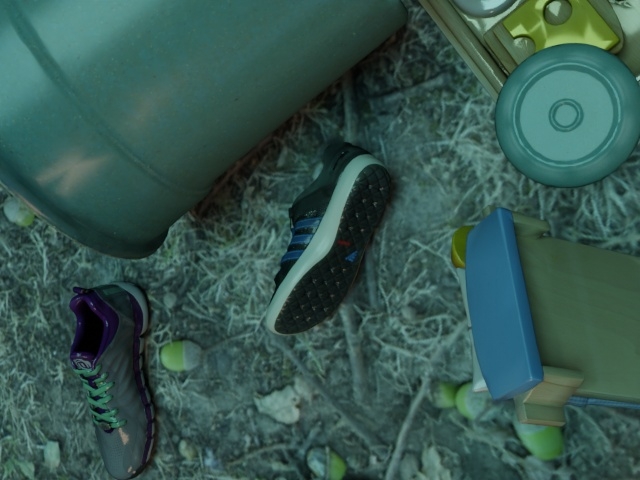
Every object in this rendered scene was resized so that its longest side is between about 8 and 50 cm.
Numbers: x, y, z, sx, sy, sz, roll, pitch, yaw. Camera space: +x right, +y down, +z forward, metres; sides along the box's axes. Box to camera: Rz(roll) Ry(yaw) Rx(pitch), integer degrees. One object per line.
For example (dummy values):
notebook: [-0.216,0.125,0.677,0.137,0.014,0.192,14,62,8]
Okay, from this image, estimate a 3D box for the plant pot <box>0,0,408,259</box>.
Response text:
plant pot: [-0.124,-0.214,0.723,0.334,0.341,0.341,-33,76,12]

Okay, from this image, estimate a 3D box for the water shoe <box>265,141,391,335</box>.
water shoe: [0.000,0.000,0.795,0.203,0.073,0.080,-59,41,13]

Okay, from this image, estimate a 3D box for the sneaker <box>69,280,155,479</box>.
sneaker: [-0.243,0.157,0.876,0.083,0.098,0.224,-6,86,25]

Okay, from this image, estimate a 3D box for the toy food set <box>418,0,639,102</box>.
toy food set: [0.191,-0.248,0.686,0.219,0.092,0.306,-38,74,19]

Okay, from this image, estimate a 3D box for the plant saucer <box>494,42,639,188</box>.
plant saucer: [0.201,-0.102,0.649,0.119,0.021,0.119,2,97,20]

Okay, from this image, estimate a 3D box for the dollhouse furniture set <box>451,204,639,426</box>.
dollhouse furniture set: [0.225,0.149,0.655,0.198,0.286,0.303,132,141,-51]
